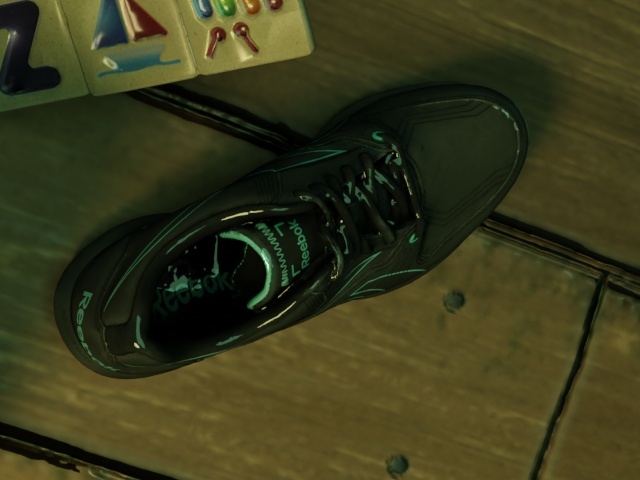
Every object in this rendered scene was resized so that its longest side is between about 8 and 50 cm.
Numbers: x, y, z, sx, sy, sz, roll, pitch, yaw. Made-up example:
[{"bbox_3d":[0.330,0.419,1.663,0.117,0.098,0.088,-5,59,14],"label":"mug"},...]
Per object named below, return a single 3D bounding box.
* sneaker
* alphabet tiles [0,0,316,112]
[{"bbox_3d":[0.000,0.000,0.858,0.267,0.106,0.101,-28,99,-15],"label":"sneaker"},{"bbox_3d":[-0.123,-0.229,0.735,0.285,0.011,0.343,-8,108,23],"label":"alphabet tiles"}]
